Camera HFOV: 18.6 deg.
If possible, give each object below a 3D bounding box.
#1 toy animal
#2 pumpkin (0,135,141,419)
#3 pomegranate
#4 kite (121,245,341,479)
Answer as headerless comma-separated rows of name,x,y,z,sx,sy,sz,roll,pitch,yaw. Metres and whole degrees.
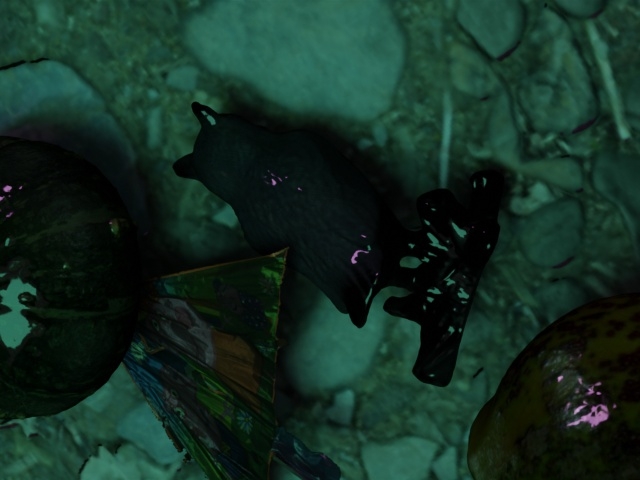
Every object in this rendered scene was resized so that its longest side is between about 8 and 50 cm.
toy animal,-0.004,0.000,1.155,0.210,0.117,0.121,21,129,10
pumpkin,-0.199,0.023,1.224,0.190,0.146,0.190,13,106,53
pomegranate,0.215,0.128,1.101,0.204,0.276,0.222,46,159,43
kite,-0.074,0.086,1.258,0.234,0.016,0.321,34,143,26
